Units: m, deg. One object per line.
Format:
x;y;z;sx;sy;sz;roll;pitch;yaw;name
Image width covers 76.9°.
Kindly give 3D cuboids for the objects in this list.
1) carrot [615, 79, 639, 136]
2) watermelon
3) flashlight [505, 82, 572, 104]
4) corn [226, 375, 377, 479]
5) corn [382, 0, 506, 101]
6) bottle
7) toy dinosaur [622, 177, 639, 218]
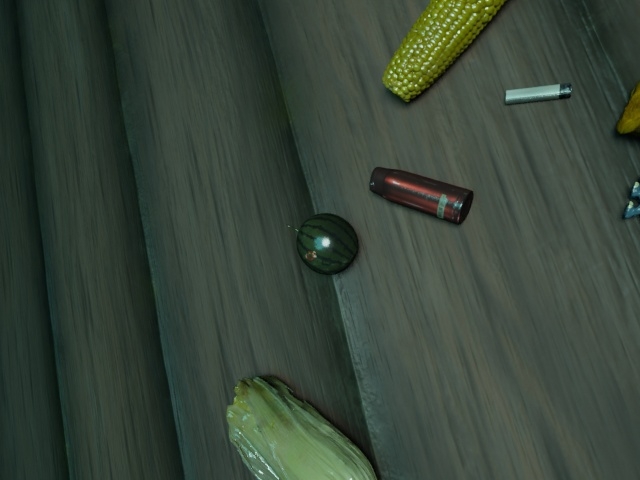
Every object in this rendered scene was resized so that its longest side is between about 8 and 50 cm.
0.448;-0.142;0.457;0.173;0.082;0.082;18;97;27;carrot
0.000;0.000;0.699;0.133;0.105;0.105;28;102;9;watermelon
0.311;-0.210;0.577;0.083;0.018;0.018;4;89;31;flashlight
-0.042;0.356;0.699;0.305;0.122;0.123;26;99;31;corn
0.197;-0.332;0.612;0.260;0.091;0.091;-49;68;23;corn
0.155;-0.078;0.645;0.164;0.060;0.060;24;100;30;bottle
0.412;-0.047;0.501;0.047;0.030;0.083;17;96;33;toy dinosaur
